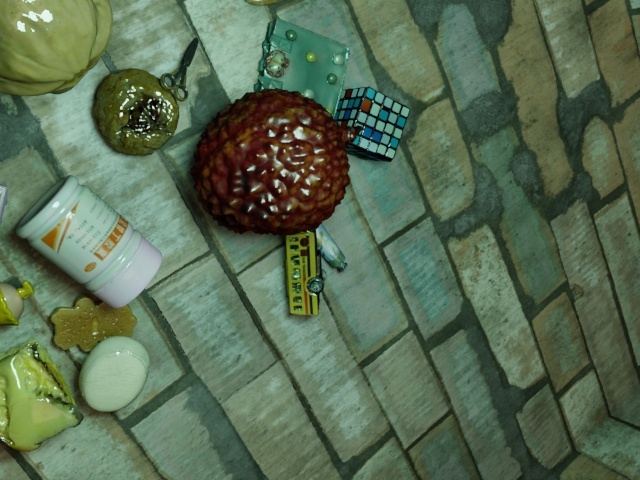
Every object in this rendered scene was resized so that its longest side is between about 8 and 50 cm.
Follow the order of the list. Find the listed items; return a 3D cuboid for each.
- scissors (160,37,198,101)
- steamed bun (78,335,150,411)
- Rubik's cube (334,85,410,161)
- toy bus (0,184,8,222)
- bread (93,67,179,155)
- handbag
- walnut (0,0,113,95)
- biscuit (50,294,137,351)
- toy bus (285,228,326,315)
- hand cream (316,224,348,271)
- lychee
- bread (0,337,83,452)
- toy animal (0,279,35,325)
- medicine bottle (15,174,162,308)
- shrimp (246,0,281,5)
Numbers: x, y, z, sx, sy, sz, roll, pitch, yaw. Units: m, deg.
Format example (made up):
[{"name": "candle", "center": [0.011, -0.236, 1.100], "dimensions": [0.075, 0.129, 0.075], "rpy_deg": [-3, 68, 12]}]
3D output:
[{"name": "scissors", "center": [-0.367, -0.473, 1.652], "dimensions": [0.088, 0.017, 0.220], "rpy_deg": [39, 49, -34]}, {"name": "steamed bun", "center": [-0.568, 0.358, 1.679], "dimensions": [0.177, 0.130, 0.228], "rpy_deg": [12, 113, -27]}, {"name": "Rubik's cube", "center": [0.137, -0.360, 1.913], "dimensions": [0.184, 0.182, 0.187], "rpy_deg": [19, 89, -30]}, {"name": "toy bus", "center": [-0.834, -0.051, 1.487], "dimensions": [0.108, 0.096, 0.198], "rpy_deg": [13, 89, -34]}, {"name": "bread", "center": [-0.479, -0.340, 1.615], "dimensions": [0.230, 0.123, 0.230], "rpy_deg": [-4, 98, -29]}, {"name": "handbag", "center": [-0.052, -0.492, 1.833], "dimensions": [0.274, 0.100, 0.268], "rpy_deg": [13, 93, -31]}, {"name": "walnut", "center": [-0.662, -0.505, 1.345], "dimensions": [0.384, 0.383, 0.383], "rpy_deg": [-5, 102, -28]}, {"name": "biscuit", "center": [-0.622, 0.224, 1.686], "dimensions": [0.226, 0.036, 0.166], "rpy_deg": [-11, 107, -29]}, {"name": "toy bus", "center": [-0.048, 0.060, 1.905], "dimensions": [0.123, 0.121, 0.335], "rpy_deg": [-2, 105, 5]}, {"name": "hand cream", "center": [0.000, 0.000, 1.984], "dimensions": [0.088, 0.055, 0.256], "rpy_deg": [-41, 108, -9]}, {"name": "lychee", "center": [-0.103, -0.211, 1.668], "dimensions": [0.500, 0.424, 0.424], "rpy_deg": [-23, 110, -5]}, {"name": "bread", "center": [-0.759, 0.399, 1.567], "dimensions": [0.204, 0.163, 0.262], "rpy_deg": [-27, 96, -22]}, {"name": "toy animal", "center": [-0.822, 0.173, 1.507], "dimensions": [0.230, 0.156, 0.156], "rpy_deg": [-33, 113, -18]}, {"name": "medicine bottle", "center": [-0.587, 0.006, 1.572], "dimensions": [0.202, 0.202, 0.316], "rpy_deg": [-50, 119, -12]}, {"name": "shrimp", "center": [-0.135, -0.759, 1.778], "dimensions": [0.236, 0.053, 0.133], "rpy_deg": [-21, 88, -20]}]
